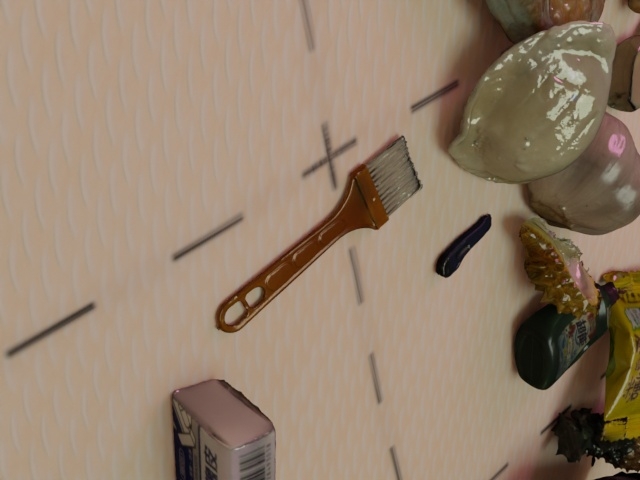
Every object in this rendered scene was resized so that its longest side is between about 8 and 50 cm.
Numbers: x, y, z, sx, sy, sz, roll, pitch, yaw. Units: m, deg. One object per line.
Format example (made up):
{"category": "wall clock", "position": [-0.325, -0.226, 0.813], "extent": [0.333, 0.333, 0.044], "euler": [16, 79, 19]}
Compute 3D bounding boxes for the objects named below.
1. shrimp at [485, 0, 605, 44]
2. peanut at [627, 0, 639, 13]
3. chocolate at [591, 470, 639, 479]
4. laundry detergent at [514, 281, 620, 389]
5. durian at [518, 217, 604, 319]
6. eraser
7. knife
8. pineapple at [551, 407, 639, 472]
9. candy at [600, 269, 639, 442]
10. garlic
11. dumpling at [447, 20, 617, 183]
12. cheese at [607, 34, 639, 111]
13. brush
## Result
{"category": "shrimp", "position": [0.257, -0.358, 0.977], "extent": [0.360, 0.085, 0.246], "euler": [12, 92, -47]}
{"category": "peanut", "position": [0.500, -0.415, 1.157], "extent": [0.099, 0.099, 0.214], "euler": [30, 93, -45]}
{"category": "chocolate", "position": [0.473, 0.553, 1.397], "extent": [0.331, 0.384, 0.383], "euler": [31, 87, -37]}
{"category": "laundry detergent", "position": [0.407, 0.140, 1.327], "extent": [0.222, 0.078, 0.144], "euler": [-28, 127, -32]}
{"category": "durian", "position": [0.333, 0.041, 1.211], "extent": [0.224, 0.078, 0.140], "euler": [39, 38, -33]}
{"category": "eraser", "position": [-0.104, 0.272, 0.899], "extent": [0.068, 0.125, 0.210], "euler": [-16, 119, -37]}
{"category": "knife", "position": [0.199, 0.005, 1.121], "extent": [0.121, 0.018, 0.031], "euler": [-41, 124, -21]}
{"category": "pineapple", "position": [0.522, 0.359, 1.498], "extent": [0.248, 0.128, 0.128], "euler": [12, 101, -39]}
{"category": "candy", "position": [0.553, 0.197, 1.436], "extent": [0.187, 0.081, 0.297], "euler": [1, 88, -36]}
{"category": "garlic", "position": [0.394, -0.095, 1.167], "extent": [0.229, 0.143, 0.178], "euler": [31, 89, -36]}
{"category": "dumpling", "position": [0.253, -0.161, 1.010], "extent": [0.180, 0.131, 0.252], "euler": [6, 137, -24]}
{"category": "cheese", "position": [0.472, -0.274, 1.216], "extent": [0.092, 0.048, 0.171], "euler": [2, 107, -45]}
{"category": "brush", "position": [0.000, 0.000, 0.948], "extent": [0.314, 0.017, 0.090], "euler": [-41, 128, -20]}
